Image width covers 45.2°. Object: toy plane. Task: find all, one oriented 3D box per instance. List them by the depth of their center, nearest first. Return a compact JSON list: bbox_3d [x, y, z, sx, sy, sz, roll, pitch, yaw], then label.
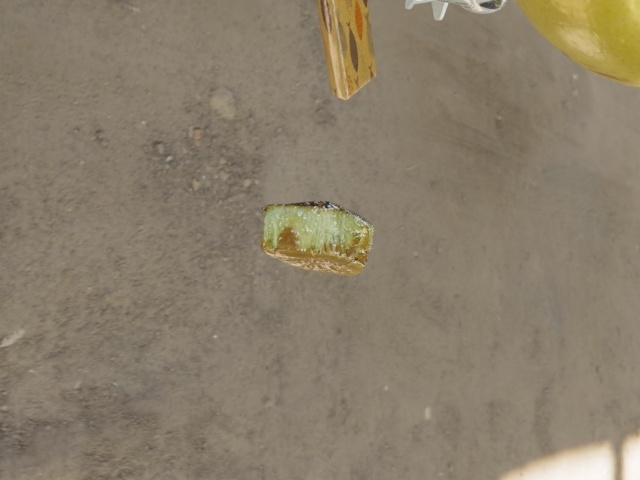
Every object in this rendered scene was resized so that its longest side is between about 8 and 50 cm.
[{"bbox_3d":[0.273,-0.477,1.418,0.267,0.266,0.123,-34,115,-45],"label":"toy plane"}]

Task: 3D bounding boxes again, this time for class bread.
[{"bbox_3d":[0.000,0.000,0.963,0.128,0.140,0.069,24,71,-53],"label":"bread"}]

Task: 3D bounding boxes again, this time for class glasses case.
[{"bbox_3d":[0.025,-0.255,0.895,0.064,0.041,0.170,-44,140,-31],"label":"glasses case"}]

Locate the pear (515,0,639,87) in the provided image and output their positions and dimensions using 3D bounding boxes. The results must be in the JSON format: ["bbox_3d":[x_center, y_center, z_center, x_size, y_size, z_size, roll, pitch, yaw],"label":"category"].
[{"bbox_3d":[0.330,-0.307,0.699,0.348,0.348,0.348,14,70,-44],"label":"pear"}]
